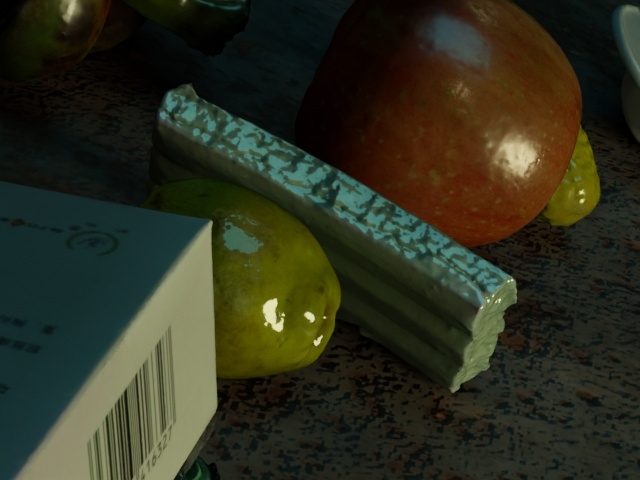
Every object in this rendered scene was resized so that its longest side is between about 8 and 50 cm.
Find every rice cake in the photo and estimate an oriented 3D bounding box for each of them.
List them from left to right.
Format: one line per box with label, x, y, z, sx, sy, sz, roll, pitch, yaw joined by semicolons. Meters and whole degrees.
rice cake;0.000;0.000;1.030;0.237;0.127;0.043;32;63;13

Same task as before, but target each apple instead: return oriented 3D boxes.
apple;0.076;-0.087;1.166;0.168;0.181;0.181;27;27;-12

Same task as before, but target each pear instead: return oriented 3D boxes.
pear;-0.053;0.021;0.960;0.131;0.107;0.107;27;28;8

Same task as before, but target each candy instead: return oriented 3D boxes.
candy;0.137;-0.081;1.290;0.106;0.094;0.199;-26;51;-11

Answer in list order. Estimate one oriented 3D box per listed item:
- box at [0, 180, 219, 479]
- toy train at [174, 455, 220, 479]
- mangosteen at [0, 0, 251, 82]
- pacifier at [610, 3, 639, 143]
box;-0.181;0.085;0.655;0.200;0.106;0.299;11;32;15
toy train;-0.094;0.140;0.752;0.099;0.072;0.188;15;29;-17
mangosteen;-0.199;-0.275;1.183;0.330;0.330;0.330;18;28;-10
pacifier;0.364;-0.149;1.460;0.227;0.207;0.279;45;31;4
